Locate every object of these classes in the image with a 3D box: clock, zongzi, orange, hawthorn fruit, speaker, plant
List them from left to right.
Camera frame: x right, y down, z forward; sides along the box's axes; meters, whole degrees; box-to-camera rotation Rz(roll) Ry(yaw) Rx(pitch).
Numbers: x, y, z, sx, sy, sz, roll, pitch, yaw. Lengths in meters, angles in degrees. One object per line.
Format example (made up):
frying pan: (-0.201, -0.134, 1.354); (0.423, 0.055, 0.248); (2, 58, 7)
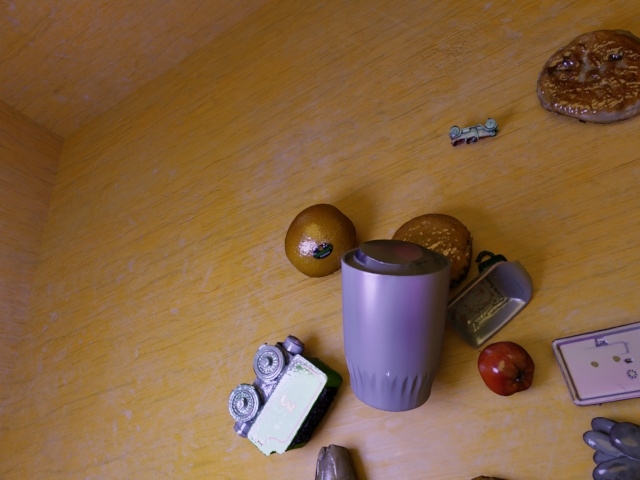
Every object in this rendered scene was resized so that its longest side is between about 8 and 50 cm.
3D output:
zongzi: (-0.001, 0.675, 1.042); (0.256, 0.115, 0.228); (-40, 49, 21)
orange: (0.000, 0.000, 1.292); (0.236, 0.236, 0.237); (-13, 61, 25)
speaker: (0.461, 0.068, 1.099); (0.075, 0.060, 0.094); (-30, 20, 15)
hawthorn fruit: (0.426, 0.292, 0.961); (0.125, 0.125, 0.140); (-48, 55, 1)
clock: (0.627, 0.271, 0.884); (0.191, 0.071, 0.147); (-20, 58, 21)
plant: (0.656, 0.404, 0.764); (0.274, 0.149, 0.146); (-17, 14, 41)

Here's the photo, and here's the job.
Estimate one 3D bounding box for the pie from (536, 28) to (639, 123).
pie: (0.772, -0.461, 1.147); (0.314, 0.092, 0.316); (-12, 63, 25)

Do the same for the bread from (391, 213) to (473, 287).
bread: (0.306, 0.036, 1.143); (0.239, 0.139, 0.240); (-13, 61, 24)

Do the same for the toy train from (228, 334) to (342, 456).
toy train: (-0.103, 0.446, 1.173); (0.248, 0.173, 0.307); (29, 83, 28)

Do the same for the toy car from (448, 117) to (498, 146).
toy car: (0.475, -0.332, 1.268); (0.143, 0.073, 0.054); (-5, 80, 27)

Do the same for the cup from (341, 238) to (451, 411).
cup: (0.179, 0.196, 0.995); (0.253, 0.253, 0.372); (8, 106, 33)

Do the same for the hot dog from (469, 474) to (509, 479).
hot dog: (0.367, 0.638, 0.828); (0.195, 0.122, 0.273); (1, 66, 30)

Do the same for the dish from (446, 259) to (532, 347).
dish: (0.422, 0.145, 1.041); (0.234, 0.154, 0.064); (-43, 18, 6)
